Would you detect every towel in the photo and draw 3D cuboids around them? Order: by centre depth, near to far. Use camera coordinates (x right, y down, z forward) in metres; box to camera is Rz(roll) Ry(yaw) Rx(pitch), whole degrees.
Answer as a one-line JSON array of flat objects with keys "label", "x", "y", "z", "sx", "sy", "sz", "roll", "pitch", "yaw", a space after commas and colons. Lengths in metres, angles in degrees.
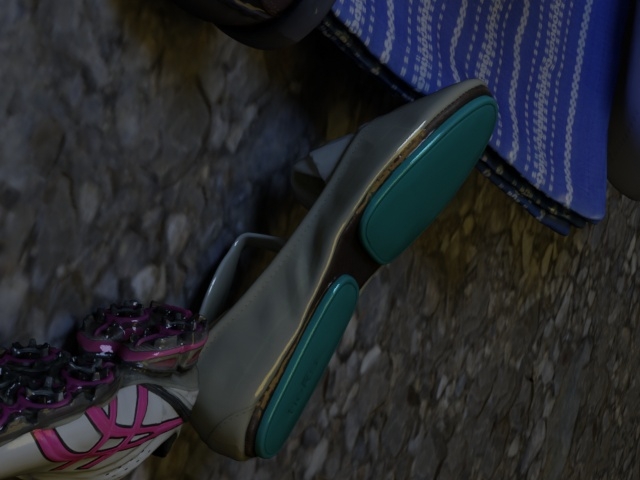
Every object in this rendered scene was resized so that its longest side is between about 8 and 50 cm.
[{"label": "towel", "x": 0.110, "y": -0.169, "z": 0.852, "sx": 0.336, "sy": 0.040, "sz": 0.243, "roll": 32, "pitch": 65, "yaw": -49}]

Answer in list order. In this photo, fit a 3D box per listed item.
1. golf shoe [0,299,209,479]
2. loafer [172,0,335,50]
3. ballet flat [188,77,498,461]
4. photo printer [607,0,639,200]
[{"label": "golf shoe", "x": -0.112, "y": 0.085, "z": 0.620, "sx": 0.186, "sy": 0.067, "sz": 0.086, "roll": -16, "pitch": 117, "yaw": -58}, {"label": "loafer", "x": 0.000, "y": -0.242, "z": 0.642, "sx": 0.095, "sy": 0.109, "sz": 0.302, "roll": 18, "pitch": 92, "yaw": -50}, {"label": "ballet flat", "x": 0.000, "y": 0.000, "z": 0.748, "sx": 0.248, "sy": 0.086, "sz": 0.086, "roll": -54, "pitch": 145, "yaw": -15}, {"label": "photo printer", "x": 0.280, "y": -0.180, "z": 1.033, "sx": 0.256, "sy": 0.107, "sz": 0.307, "roll": 77, "pitch": 23, "yaw": -81}]
